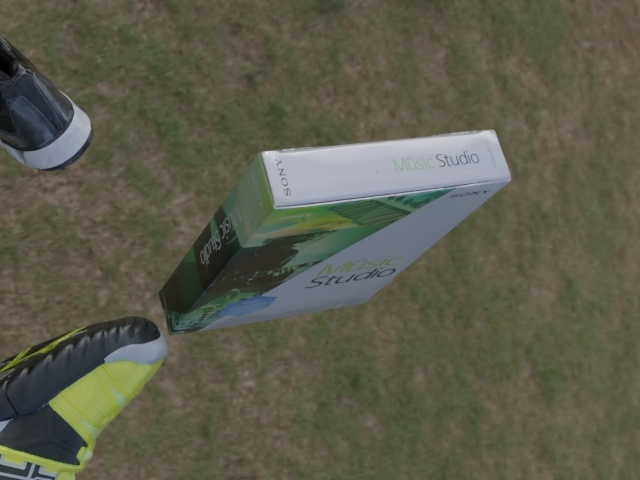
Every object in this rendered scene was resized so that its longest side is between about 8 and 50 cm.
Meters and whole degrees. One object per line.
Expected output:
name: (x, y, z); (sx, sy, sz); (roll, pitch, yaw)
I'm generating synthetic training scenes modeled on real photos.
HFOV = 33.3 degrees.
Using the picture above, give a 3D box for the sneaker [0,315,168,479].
sneaker: (-0.261, 0.200, 0.805); (0.384, 0.145, 0.147); (-39, 100, -25)

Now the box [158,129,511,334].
box: (0.000, 0.000, 1.011); (0.232, 0.322, 0.058); (-8, 69, -26)

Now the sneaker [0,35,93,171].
sneaker: (-0.287, -0.136, 0.868); (0.078, 0.234, 0.106); (-52, 144, -19)
